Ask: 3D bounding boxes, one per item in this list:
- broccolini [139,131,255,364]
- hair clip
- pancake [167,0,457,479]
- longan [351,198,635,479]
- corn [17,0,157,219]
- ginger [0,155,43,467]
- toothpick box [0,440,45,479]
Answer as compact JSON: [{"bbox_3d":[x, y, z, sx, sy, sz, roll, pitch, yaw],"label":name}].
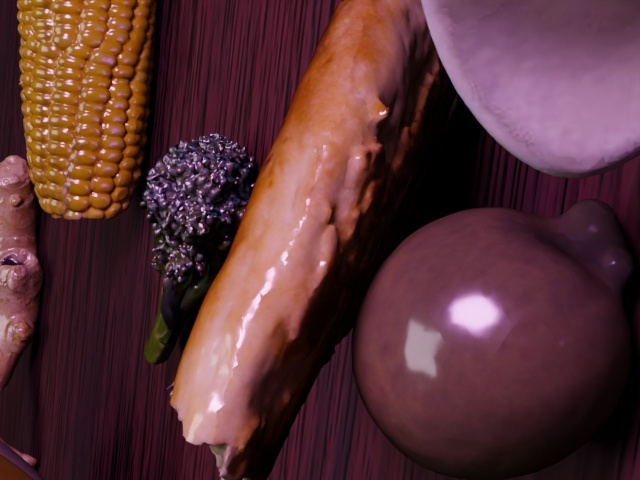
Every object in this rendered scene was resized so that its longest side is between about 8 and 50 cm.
[{"bbox_3d":[-0.074,0.013,1.071,0.202,0.068,0.091,97,176,-56],"label":"broccolini"},{"bbox_3d":[0.095,-0.153,0.511,0.282,0.173,0.113,103,165,-48],"label":"hair clip"},{"bbox_3d":[0.000,0.000,0.737,0.244,0.057,0.266,101,-166,-69],"label":"pancake"},{"bbox_3d":[0.068,0.033,0.644,0.119,0.106,0.106,-43,30,0],"label":"longan"},{"bbox_3d":[-0.162,-0.166,1.209,0.106,0.106,0.305,-157,70,-67],"label":"corn"},{"bbox_3d":[-0.273,0.071,1.521,0.089,0.075,0.288,-5,79,63],"label":"ginger"},{"bbox_3d":[-0.313,0.330,1.135,0.425,0.409,0.409,-129,45,-53],"label":"toothpick box"}]
